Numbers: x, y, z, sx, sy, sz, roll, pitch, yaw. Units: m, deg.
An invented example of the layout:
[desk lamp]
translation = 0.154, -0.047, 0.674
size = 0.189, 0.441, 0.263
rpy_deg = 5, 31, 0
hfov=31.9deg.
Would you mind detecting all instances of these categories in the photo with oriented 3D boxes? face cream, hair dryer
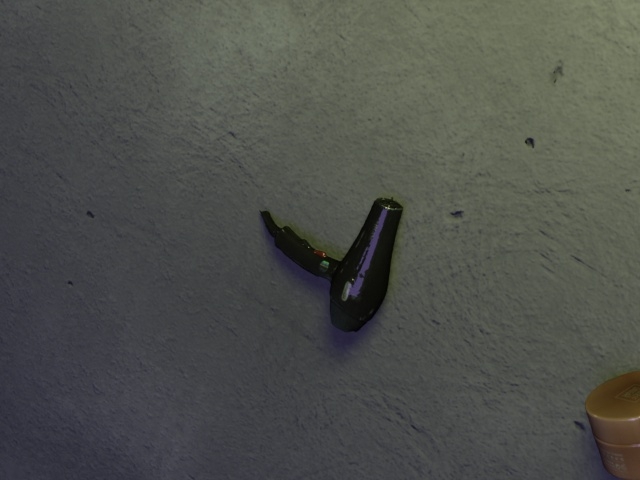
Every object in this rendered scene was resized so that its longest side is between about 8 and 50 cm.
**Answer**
[face cream]
translation = 0.473, 0.268, 1.638
size = 0.149, 0.149, 0.104
rpy_deg = -11, 107, 33
[hair dryer]
translation = 0.000, 0.000, 1.839
size = 0.272, 0.091, 0.235
rpy_deg = 27, 113, 22
